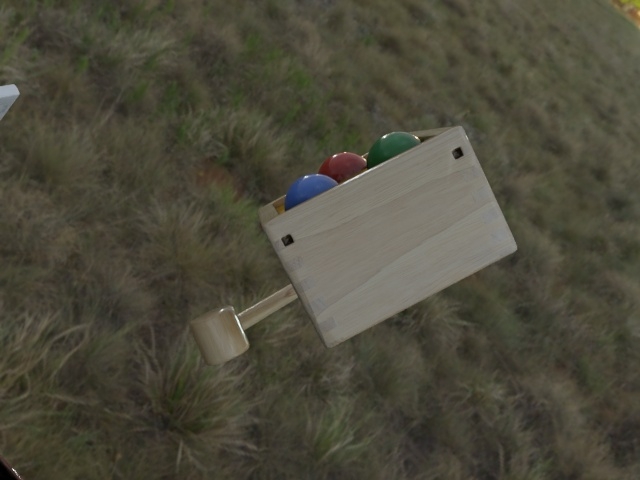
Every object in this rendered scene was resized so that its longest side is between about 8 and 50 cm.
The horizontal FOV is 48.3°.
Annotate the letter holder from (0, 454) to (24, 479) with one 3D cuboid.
[{"bbox_3d":[-0.338,0.224,0.596,0.302,0.214,0.152,16,19,42],"label":"letter holder"}]

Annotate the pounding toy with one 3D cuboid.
[{"bbox_3d":[-0.006,0.002,0.489,0.094,0.206,0.181,63,-3,-9],"label":"pounding toy"}]

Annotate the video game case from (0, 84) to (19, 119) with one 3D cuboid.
[{"bbox_3d":[-0.471,-0.138,0.893,0.143,0.157,0.019,-30,89,-50],"label":"video game case"}]
